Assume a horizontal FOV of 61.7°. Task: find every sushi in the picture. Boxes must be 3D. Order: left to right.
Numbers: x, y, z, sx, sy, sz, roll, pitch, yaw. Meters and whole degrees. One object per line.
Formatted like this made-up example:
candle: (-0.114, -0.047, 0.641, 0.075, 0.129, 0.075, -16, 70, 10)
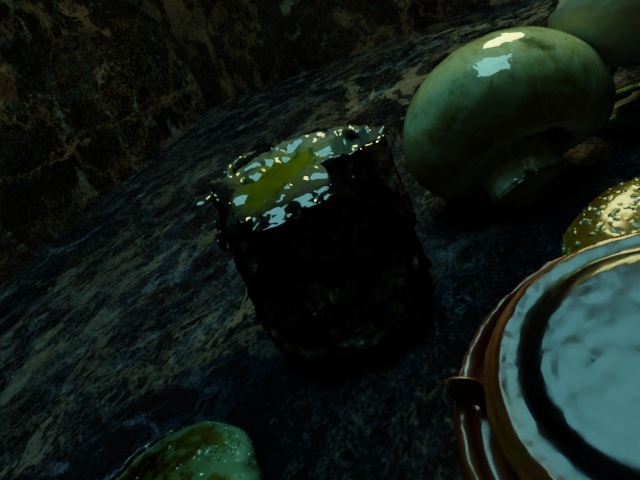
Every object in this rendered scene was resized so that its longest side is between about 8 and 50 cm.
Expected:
sushi: (0.000, -0.003, 0.795, 0.281, 0.294, 0.299, -31, 26, -14)

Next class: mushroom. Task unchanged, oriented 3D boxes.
mushroom: (0.311, -0.198, 0.905, 0.352, 0.352, 0.260, -22, 70, 6)

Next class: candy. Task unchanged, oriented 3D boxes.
candy: (0.606, -0.411, 0.846, 0.386, 0.186, 0.427, -22, -2, -41)

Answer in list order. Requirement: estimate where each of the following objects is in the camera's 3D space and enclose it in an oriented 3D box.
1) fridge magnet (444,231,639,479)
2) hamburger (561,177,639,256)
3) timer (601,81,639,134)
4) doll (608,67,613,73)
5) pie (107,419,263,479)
fridge magnet: (0.283, 0.131, 0.432, 0.364, 0.155, 0.363, -20, 41, 19)
hamburger: (0.379, 0.016, 0.626, 0.215, 0.122, 0.189, -35, 31, -11)
timer: (0.588, -0.252, 1.024, 0.140, 0.047, 0.128, -22, 28, 7)
doll: (0.572, -0.379, 1.229, 0.291, 0.086, 0.117, -37, 58, -20)
pie: (-0.178, 0.315, 0.640, 0.240, 0.054, 0.240, -21, 24, 10)
